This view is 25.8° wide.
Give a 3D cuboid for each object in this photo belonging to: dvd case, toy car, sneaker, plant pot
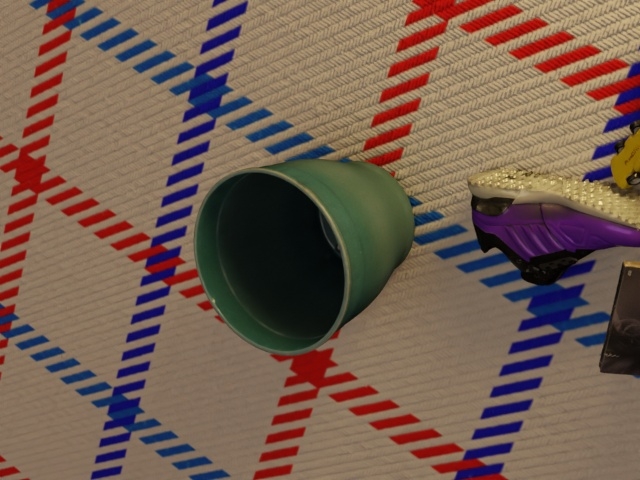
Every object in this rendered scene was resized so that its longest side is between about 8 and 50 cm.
[{"bbox_3d":[0.481,0.109,1.785,0.221,0.018,0.164,5,119,-2],"label":"dvd case"},{"bbox_3d":[0.449,-0.177,1.746,0.239,0.053,0.225,-179,90,-67],"label":"toy car"},{"bbox_3d":[0.332,-0.005,1.894,0.293,0.102,0.146,15,114,40],"label":"sneaker"},{"bbox_3d":[0.000,0.000,2.036,0.271,0.255,0.272,13,112,33],"label":"plant pot"}]
